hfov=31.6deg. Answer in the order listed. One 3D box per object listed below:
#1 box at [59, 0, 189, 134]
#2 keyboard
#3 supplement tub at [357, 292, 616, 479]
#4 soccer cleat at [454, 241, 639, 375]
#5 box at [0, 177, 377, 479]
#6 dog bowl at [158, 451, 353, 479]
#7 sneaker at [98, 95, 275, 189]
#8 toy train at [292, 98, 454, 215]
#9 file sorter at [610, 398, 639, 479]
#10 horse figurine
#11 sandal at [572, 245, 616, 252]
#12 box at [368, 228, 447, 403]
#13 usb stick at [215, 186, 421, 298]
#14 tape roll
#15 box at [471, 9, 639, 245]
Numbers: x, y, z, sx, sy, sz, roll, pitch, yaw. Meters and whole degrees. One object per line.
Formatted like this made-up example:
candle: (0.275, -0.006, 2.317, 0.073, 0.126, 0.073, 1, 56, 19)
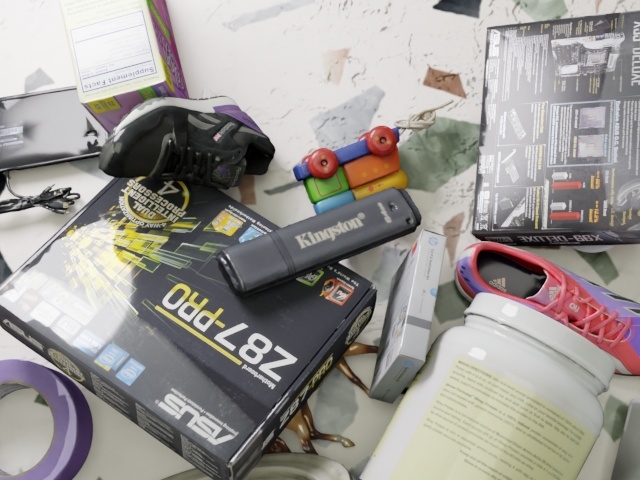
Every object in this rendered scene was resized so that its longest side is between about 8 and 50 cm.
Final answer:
box: (-0.273, -0.280, 1.580, 0.117, 0.213, 0.243, -14, 76, 2)
keyboard: (-0.456, -0.117, 1.653, 0.317, 0.033, 0.201, -9, 70, 3)
supplement tub: (0.206, 0.253, 1.413, 0.235, 0.235, 0.325, 29, 81, 10)
soccer cleat: (0.328, 0.090, 1.499, 0.318, 0.116, 0.108, 25, 80, 10)
box: (-0.174, 0.088, 1.481, 0.395, 0.097, 0.318, 32, 61, 17)
dog bowl: (-0.139, 0.404, 1.340, 0.408, 0.408, 0.150, -16, 98, 1)
sneaker: (-0.163, -0.122, 1.509, 0.124, 0.283, 0.107, 40, 123, 20)
toy train: (0.099, -0.089, 1.577, 0.248, 0.105, 0.143, -21, 93, -8)
file sorter: (0.483, 0.304, 1.343, 0.173, 0.278, 0.193, 18, 79, -8)
horse figurine: (-0.005, 0.199, 1.529, 0.174, 0.066, 0.263, 34, 79, 3)
sandal: (0.441, -0.081, 1.543, 0.265, 0.076, 0.102, -47, 60, 8)
box: (0.113, 0.100, 1.472, 0.038, 0.145, 0.186, 16, 58, -6)
usb stick: (0.000, 0.000, 1.471, 0.278, 0.045, 0.077, -20, 57, -20)
tape roll: (-0.412, 0.259, 1.540, 0.189, 0.080, 0.189, -1, 77, 5)
box: (0.338, -0.149, 1.527, 0.242, 0.076, 0.307, -2, 75, 28)
